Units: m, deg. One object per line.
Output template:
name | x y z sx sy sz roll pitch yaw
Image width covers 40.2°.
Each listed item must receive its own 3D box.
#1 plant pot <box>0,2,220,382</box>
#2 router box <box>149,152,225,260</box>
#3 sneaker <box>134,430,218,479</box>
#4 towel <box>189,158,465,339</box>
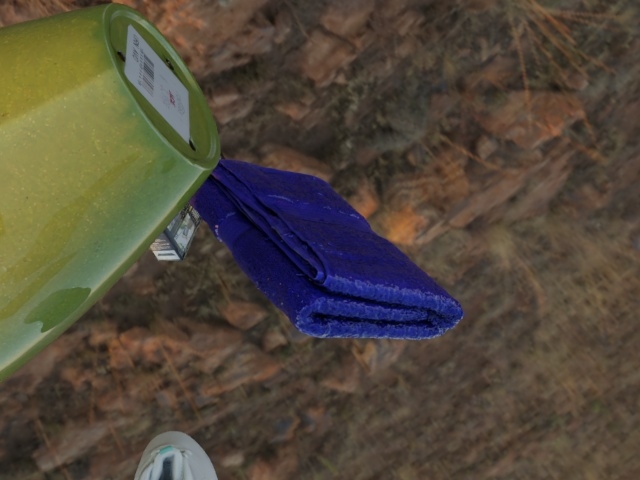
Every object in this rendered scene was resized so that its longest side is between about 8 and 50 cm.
plant pot | -0.234 -0.045 0.663 0.293 0.275 0.275 -27 152 17
router box | -0.190 -0.083 1.133 0.046 0.179 0.133 -1 137 25
sneaker | -0.133 0.215 0.782 0.080 0.212 0.094 -5 110 -7
towel | 0.000 0.000 1.001 0.227 0.308 0.076 4 117 -36
